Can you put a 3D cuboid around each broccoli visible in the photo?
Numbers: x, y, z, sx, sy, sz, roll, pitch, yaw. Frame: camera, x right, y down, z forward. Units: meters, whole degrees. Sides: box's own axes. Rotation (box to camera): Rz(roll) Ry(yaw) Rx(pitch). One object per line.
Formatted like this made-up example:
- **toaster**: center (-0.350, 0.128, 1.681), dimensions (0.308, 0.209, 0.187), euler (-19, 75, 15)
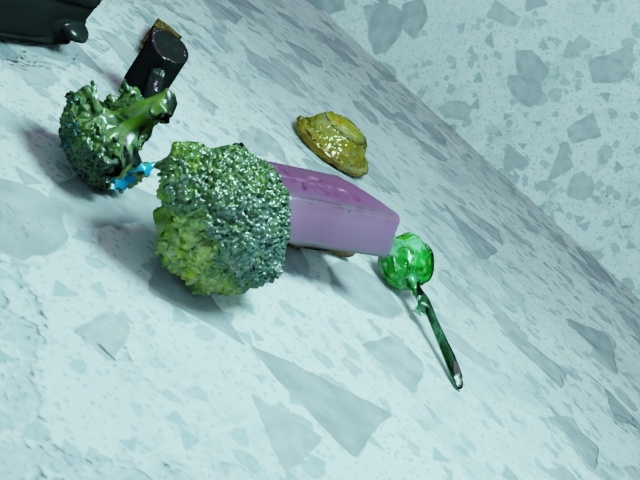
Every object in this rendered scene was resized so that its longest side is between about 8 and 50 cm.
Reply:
- **broccoli**: center (-0.122, -0.027, 1.334), dimensions (0.176, 0.198, 0.226), euler (2, -5, -8)
- **broccoli**: center (-0.255, -0.141, 1.361), dimensions (0.167, 0.160, 0.154), euler (11, 59, -74)

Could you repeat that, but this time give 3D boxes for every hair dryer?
- **hair dryer**: center (-0.266, -0.210, 1.640), dimensions (0.070, 0.114, 0.248), euler (24, 42, -22)

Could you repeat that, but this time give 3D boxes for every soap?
- **soap**: center (-0.029, -0.053, 1.590), dimensions (0.259, 0.081, 0.181), euler (8, 20, -40)

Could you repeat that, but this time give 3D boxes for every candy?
- **candy**: center (0.173, 0.114, 1.739), dimensions (0.097, 0.097, 0.323), euler (25, 31, -37)

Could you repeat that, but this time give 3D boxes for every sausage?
- **sausage**: center (0.000, 0.000, 1.702), dimensions (0.043, 0.043, 0.186), euler (49, 20, 27)

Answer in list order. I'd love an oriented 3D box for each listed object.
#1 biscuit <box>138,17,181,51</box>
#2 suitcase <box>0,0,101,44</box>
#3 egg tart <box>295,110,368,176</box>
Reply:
- **biscuit**: center (-0.299, -0.370, 1.995), dimensions (0.064, 0.034, 0.199), euler (35, 18, -16)
- **suitcase**: center (-0.496, -0.446, 1.550), dimensions (0.339, 0.188, 0.345), euler (45, 21, 12)
- **egg tart**: center (0.034, -0.210, 2.212), dimensions (0.191, 0.074, 0.191), euler (33, 22, -15)
